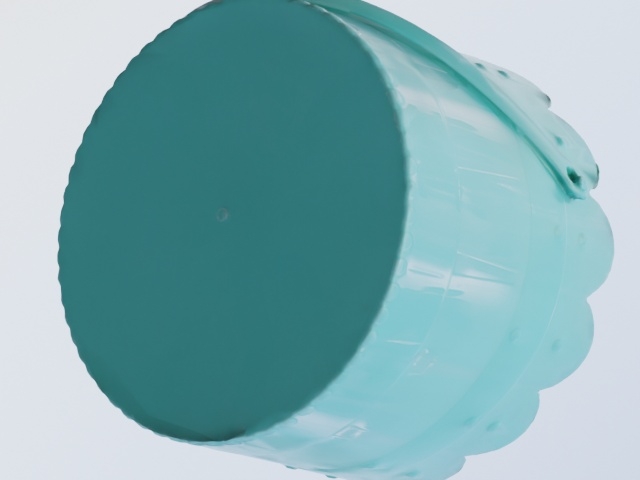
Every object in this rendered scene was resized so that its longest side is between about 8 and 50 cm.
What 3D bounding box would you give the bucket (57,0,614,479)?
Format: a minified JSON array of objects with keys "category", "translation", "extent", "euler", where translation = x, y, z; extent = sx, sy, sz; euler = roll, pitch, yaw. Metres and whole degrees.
[{"category":"bucket","translation":[0.000,0.000,0.884],"extent":[0.281,0.183,0.281],"euler":[-9,-106,35]}]
